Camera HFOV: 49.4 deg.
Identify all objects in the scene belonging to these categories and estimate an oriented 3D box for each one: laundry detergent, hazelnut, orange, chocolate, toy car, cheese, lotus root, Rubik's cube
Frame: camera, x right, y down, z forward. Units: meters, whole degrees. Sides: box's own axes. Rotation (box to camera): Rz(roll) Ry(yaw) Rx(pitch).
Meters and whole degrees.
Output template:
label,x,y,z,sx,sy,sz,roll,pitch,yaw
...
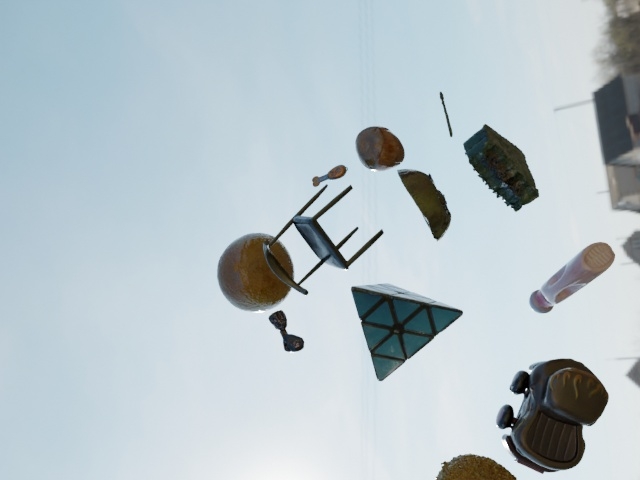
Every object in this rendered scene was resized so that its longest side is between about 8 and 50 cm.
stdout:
label,x,y,z,sx,sy,sz,roll,pitch,yaw
laundry detergent,0.745,0.126,2.106,0.159,0.335,0.087,-25,-110,-29
hazelnut,0.190,-0.288,2.157,0.150,0.150,0.150,30,-124,-58
orange,-0.218,0.106,2.346,0.274,0.274,0.274,30,-124,-58
chocolate,-0.108,0.285,2.146,0.070,0.072,0.147,3,-140,-39
toy car,0.682,0.505,1.999,0.240,0.271,0.340,103,-169,-81
cheese,0.027,-0.183,1.963,0.017,0.111,0.047,52,-159,-49
lotus root,0.266,-0.102,1.712,0.203,0.078,0.183,60,-172,5
Rubik's cube,0.208,0.208,1.922,0.228,0.233,0.228,-29,-109,-27

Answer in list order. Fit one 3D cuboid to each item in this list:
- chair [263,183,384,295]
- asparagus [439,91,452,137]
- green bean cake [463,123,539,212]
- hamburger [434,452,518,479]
label,x,y,z,sx,sy,sz,roll,pitch,yaw
chair,0.000,0.000,1.825,0.272,0.166,0.188,-42,-71,-15
asparagus,0.406,-0.408,2.248,0.016,0.013,0.166,32,-135,-66
green bean cake,0.497,-0.200,1.934,0.208,0.107,0.193,30,-140,-36
hamburger,0.423,0.707,1.831,0.276,0.179,0.294,-3,-126,-27
